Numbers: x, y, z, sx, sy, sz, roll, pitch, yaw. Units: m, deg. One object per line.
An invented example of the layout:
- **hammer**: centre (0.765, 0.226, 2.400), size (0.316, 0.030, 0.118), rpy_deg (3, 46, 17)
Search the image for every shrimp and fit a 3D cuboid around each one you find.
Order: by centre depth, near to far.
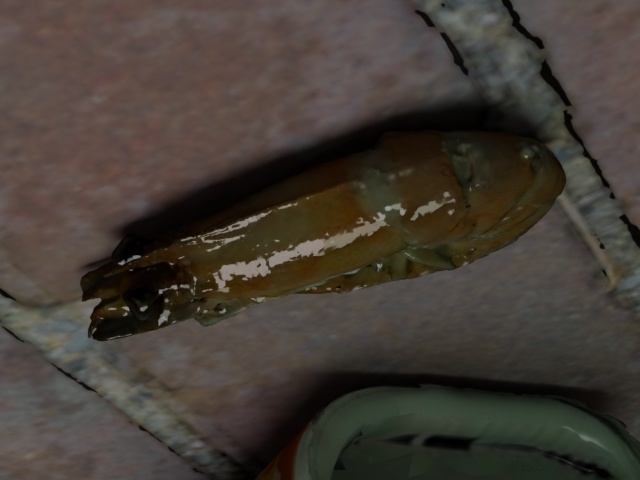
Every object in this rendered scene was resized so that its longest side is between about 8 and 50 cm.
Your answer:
- **shrimp**: centre (0.000, 0.000, 0.708), size (0.180, 0.041, 0.099), rpy_deg (-17, 163, 3)

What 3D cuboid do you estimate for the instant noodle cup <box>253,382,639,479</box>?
- **instant noodle cup**: centre (0.022, 0.232, 0.888), size (0.294, 0.294, 0.308), rpy_deg (7, 136, -29)
